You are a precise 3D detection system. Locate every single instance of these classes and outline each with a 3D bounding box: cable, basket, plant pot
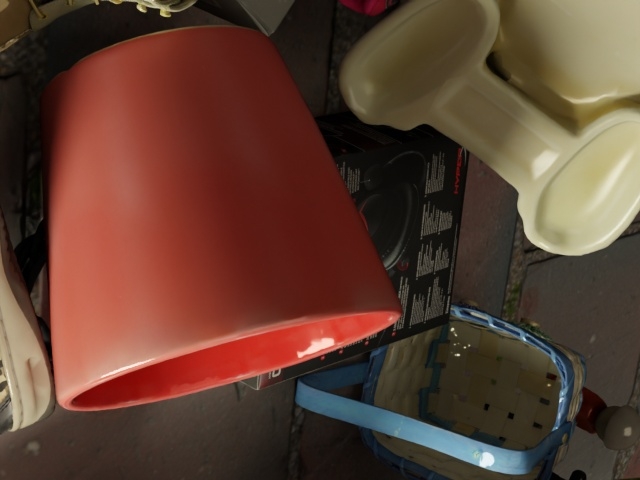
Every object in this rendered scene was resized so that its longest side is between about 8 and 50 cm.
[{"bbox_3d":[-0.211,0.054,1.190,0.184,0.047,0.151,13,105,-50],"label":"cable"},{"bbox_3d":[0.141,0.170,1.450,0.289,0.254,0.201,-16,119,-61],"label":"basket"},{"bbox_3d":[-0.097,-0.018,1.073,0.275,0.275,0.243,-5,74,-44],"label":"plant pot"}]

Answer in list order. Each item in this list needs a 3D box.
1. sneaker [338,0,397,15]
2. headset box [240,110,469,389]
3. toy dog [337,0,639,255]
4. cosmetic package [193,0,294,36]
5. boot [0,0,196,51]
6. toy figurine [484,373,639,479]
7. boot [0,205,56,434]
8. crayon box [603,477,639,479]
[{"bbox_3d":[0.011,-0.273,0.997,0.112,0.121,0.299,-55,142,-5],"label":"sneaker"},{"bbox_3d":[0.000,0.000,1.318,0.293,0.110,0.218,-16,120,-40],"label":"headset box"},{"bbox_3d":[0.221,-0.265,1.256,0.395,0.284,0.408,-58,-172,36],"label":"toy dog"},{"bbox_3d":[-0.040,-0.302,1.118,0.238,0.127,0.107,-55,139,-8],"label":"cosmetic package"},{"bbox_3d":[-0.175,-0.191,1.004,0.213,0.165,0.077,-46,135,-21],"label":"boot"},{"bbox_3d":[0.286,0.287,1.722,0.209,0.148,0.213,-4,112,-44],"label":"toy figurine"},{"bbox_3d":[-0.365,0.031,0.949,0.284,0.138,0.377,-30,124,-26],"label":"boot"},{"bbox_3d":[0.183,0.360,1.455,0.313,0.106,0.363,-5,153,-5],"label":"crayon box"}]
